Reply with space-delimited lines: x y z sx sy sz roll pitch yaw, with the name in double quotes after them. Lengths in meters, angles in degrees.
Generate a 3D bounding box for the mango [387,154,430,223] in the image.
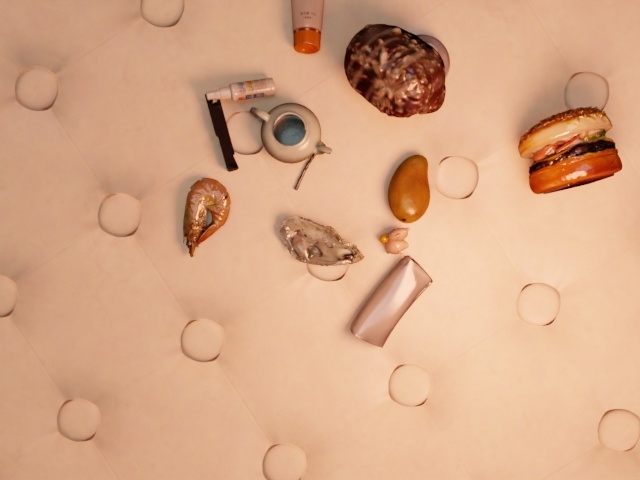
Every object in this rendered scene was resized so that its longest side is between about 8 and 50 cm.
0.287 -0.166 1.727 0.137 0.099 0.227 10 84 5 "mango"

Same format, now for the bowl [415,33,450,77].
0.328 -0.579 1.718 0.189 0.086 0.188 0 91 1 "bowl"

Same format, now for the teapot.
-0.095 -0.343 1.710 0.295 0.129 0.193 29 91 0 "teapot"

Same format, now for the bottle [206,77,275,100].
-0.255 -0.479 1.722 0.218 0.060 0.060 -11 92 -12 "bottle"

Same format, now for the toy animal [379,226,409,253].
0.253 0.005 1.729 0.092 0.114 0.081 -10 79 -30 "toy animal"

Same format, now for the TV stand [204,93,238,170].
-0.321 -0.352 1.754 0.040 0.049 0.256 -15 91 -1 "TV stand"

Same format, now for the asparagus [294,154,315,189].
-0.045 -0.238 1.770 0.016 0.016 0.162 30 92 26 "asparagus"

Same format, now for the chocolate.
0.214 -0.500 1.619 0.340 0.210 0.225 39 127 7 "chocolate"

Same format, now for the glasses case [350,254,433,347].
0.230 0.199 1.746 0.128 0.083 0.308 37 92 -6 "glasses case"

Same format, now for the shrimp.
-0.381 -0.071 1.760 0.146 0.061 0.266 18 90 -9 "shrimp"

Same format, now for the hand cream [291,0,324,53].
-0.035 -0.763 1.726 0.140 0.089 0.313 -2 84 -1 "hand cream"

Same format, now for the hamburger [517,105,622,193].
0.751 -0.272 1.628 0.291 0.291 0.224 -14 83 1 "hamburger"

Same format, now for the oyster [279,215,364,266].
0.000 0.001 1.739 0.252 0.087 0.199 -11 101 8 "oyster"
